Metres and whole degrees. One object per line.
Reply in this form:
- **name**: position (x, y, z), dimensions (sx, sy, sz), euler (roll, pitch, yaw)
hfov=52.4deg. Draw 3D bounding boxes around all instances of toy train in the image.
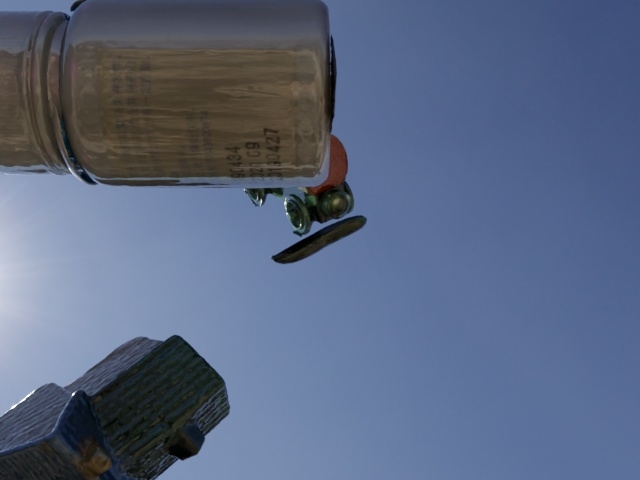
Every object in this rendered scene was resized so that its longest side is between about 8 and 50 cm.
- **toy train**: position (-0.051, -0.126, 1.055), dimensions (0.116, 0.285, 0.177), euler (-24, -59, -22)

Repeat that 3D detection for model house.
- **model house**: position (-0.363, 0.389, 1.215), dimensions (0.382, 0.342, 0.334), euler (-42, -69, -33)

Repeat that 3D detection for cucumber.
- **cucumber**: position (0.000, 0.000, 1.101), dimensions (0.184, 0.036, 0.033), euler (-28, -95, -20)

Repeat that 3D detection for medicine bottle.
- **medicine bottle**: position (-0.121, -0.110, 0.492), dimensions (0.258, 0.143, 0.143), euler (0, -56, -2)
